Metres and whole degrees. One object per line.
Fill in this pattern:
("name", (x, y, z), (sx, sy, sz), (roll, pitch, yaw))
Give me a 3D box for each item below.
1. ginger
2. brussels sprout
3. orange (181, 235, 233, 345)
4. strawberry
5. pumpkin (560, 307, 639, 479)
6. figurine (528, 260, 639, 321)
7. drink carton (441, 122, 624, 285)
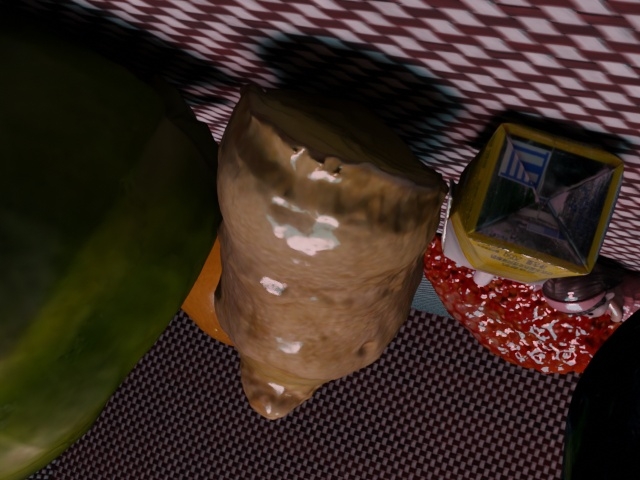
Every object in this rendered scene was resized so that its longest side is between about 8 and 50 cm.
("ginger", (0.000, 0.000, 0.772), (0.126, 0.190, 0.354), (25, 164, 8))
("brussels sprout", (-0.236, -0.001, 0.824), (0.276, 0.315, 0.371), (42, 171, -22))
("orange", (-0.051, 0.032, 1.376), (0.237, 0.158, 0.179), (19, 158, -32))
("strawberry", (0.213, 0.074, 1.339), (0.236, 0.106, 0.175), (13, 175, 38))
("pumpkin", (0.312, 0.151, 0.738), (0.363, 0.266, 0.363), (4, 163, 1))
("figurine", (0.244, 0.040, 1.197), (0.129, 0.054, 0.072), (9, -165, -40))
("drink carton", (0.110, -0.013, 0.745), (0.084, 0.074, 0.200), (16, 177, 1))
